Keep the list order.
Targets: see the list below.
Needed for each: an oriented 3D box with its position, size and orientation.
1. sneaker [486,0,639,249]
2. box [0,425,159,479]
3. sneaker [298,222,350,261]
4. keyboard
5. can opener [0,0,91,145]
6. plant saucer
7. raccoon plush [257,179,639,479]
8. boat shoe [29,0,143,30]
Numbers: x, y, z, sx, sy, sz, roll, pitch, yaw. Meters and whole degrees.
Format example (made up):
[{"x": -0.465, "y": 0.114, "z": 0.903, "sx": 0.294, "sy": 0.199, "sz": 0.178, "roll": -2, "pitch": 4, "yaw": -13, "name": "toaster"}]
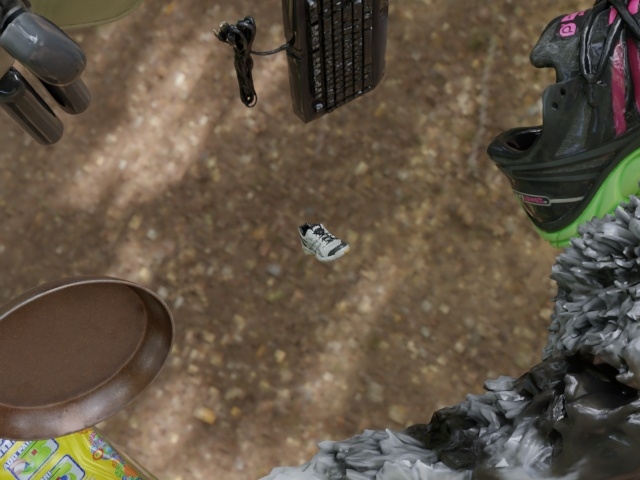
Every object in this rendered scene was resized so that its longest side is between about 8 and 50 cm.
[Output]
[{"x": 0.331, "y": -0.186, "z": 1.387, "sx": 0.185, "sy": 0.202, "sz": 0.483, "roll": -38, "pitch": -12, "yaw": -51, "name": "sneaker"}, {"x": -0.278, "y": 0.381, "z": 1.757, "sx": 0.177, "sy": 0.290, "sz": 0.279, "roll": -48, "pitch": 46, "yaw": -10, "name": "box"}, {"x": 0.000, "y": 0.000, "z": 1.485, "sx": 0.032, "sy": 0.037, "sz": 0.083, "roll": -30, "pitch": 21, "yaw": -27, "name": "sneaker"}, {"x": -0.014, "y": -0.216, "z": 1.480, "sx": 0.201, "sy": 0.317, "sz": 0.033, "roll": -23, "pitch": 67, "yaw": -8, "name": "keyboard"}, {"x": -0.223, "y": -0.124, "z": 1.066, "sx": 0.076, "sy": 0.095, "sz": 0.283, "roll": -50, "pitch": -8, "yaw": -6, "name": "can opener"}, {"x": -0.191, "y": 0.083, "z": 0.997, "sx": 0.168, "sy": 0.168, "sz": 0.029, "roll": -47, "pitch": 50, "yaw": 18, "name": "plant saucer"}, {"x": 0.175, "y": 0.028, "z": 0.698, "sx": 0.446, "sy": 0.216, "sz": 0.299, "roll": -9, "pitch": 7, "yaw": 5, "name": "raccoon plush"}, {"x": -0.346, "y": -0.276, "z": 1.336, "sx": 0.113, "sy": 0.340, "sz": 0.127, "roll": 71, "pitch": 155, "yaw": 18, "name": "boat shoe"}]
